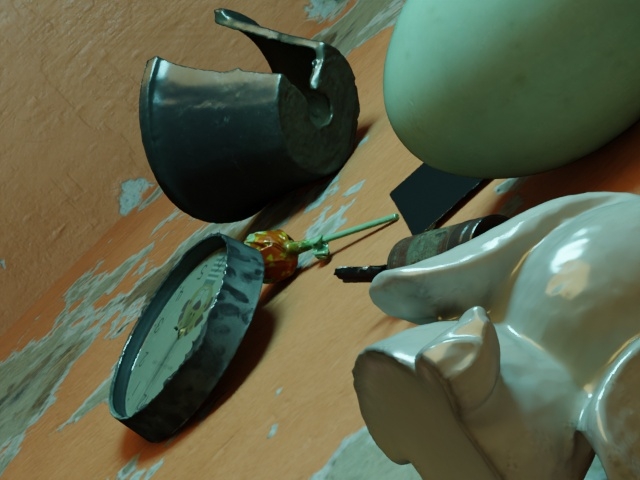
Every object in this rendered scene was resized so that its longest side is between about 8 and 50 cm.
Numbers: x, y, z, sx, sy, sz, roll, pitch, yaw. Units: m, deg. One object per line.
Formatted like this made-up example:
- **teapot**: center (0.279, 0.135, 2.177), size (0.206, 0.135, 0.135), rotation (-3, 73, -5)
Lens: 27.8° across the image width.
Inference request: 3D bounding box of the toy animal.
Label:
- **toy animal**: center (0.181, 0.076, 0.888), size (0.265, 0.206, 0.271), rotation (-31, 42, -16)

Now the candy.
- **candy**: center (0.001, 0.001, 1.834), size (0.287, 0.078, 0.084), rotation (-17, -8, 39)

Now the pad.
- **pad**: center (0.167, -0.084, 1.718), size (0.159, 0.009, 0.265), rotation (-42, 14, 7)

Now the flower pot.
- **flower pot**: center (-0.087, -0.207, 2.194), size (0.251, 0.379, 0.379), rotation (1, 42, 39)

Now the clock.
- **clock**: center (-0.191, 0.129, 1.811), size (0.312, 0.061, 0.313), rotation (-47, 23, 27)

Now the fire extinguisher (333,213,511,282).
- **fire extinguisher**: center (0.108, 0.019, 1.405), size (0.252, 0.106, 0.075), rotation (-14, 52, 60)

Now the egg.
- **egg**: center (0.238, -0.223, 1.393), size (0.389, 0.276, 0.276), rotation (-35, 17, 21)
